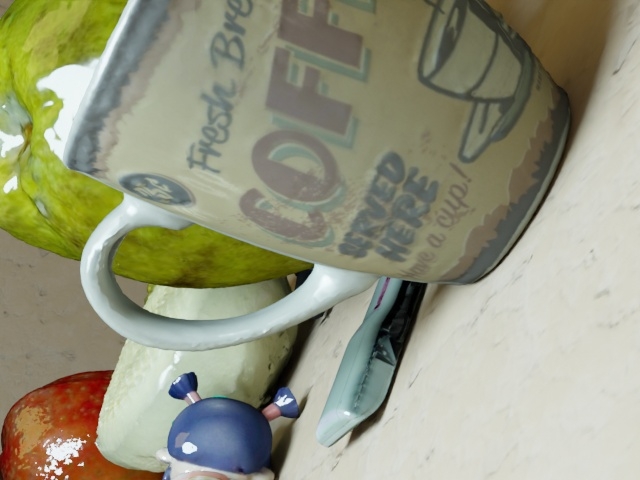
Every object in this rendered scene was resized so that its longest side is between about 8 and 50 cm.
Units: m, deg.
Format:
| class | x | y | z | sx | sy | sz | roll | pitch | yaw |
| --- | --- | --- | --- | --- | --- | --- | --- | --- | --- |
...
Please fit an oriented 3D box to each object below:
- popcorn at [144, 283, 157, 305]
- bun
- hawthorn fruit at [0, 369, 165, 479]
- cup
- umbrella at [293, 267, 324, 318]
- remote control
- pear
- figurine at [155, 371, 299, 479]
| class | x | y | z | sx | sy | sz | roll | pitch | yaw |
| --- | --- | --- | --- | --- | --- | --- | --- | --- | --- |
| popcorn | -0.150 | 0.063 | 1.540 | 0.195 | 0.173 | 0.168 | -58 | -5 | -3 |
| bun | -0.111 | 0.114 | 1.166 | 0.287 | 0.146 | 0.287 | -58 | 12 | 20 |
| hawthorn fruit | -0.238 | 0.247 | 1.329 | 0.215 | 0.249 | 0.215 | -4 | -90 | -84 |
| cup | -0.011 | -0.052 | 0.705 | 0.301 | 0.257 | 0.227 | -60 | 6 | 8 |
| umbrella | -0.001 | -0.002 | 1.182 | 0.052 | 0.053 | 0.250 | -57 | 9 | 26 |
| remote control | 0.040 | 0.062 | 0.811 | 0.065 | 0.029 | 0.166 | -52 | 13 | 55 |
| pear | -0.082 | -0.126 | 0.976 | 0.413 | 0.352 | 0.352 | -20 | -17 | -32 |
| figurine | -0.078 | 0.189 | 0.934 | 0.195 | 0.111 | 0.102 | -92 | 13 | -67 |
